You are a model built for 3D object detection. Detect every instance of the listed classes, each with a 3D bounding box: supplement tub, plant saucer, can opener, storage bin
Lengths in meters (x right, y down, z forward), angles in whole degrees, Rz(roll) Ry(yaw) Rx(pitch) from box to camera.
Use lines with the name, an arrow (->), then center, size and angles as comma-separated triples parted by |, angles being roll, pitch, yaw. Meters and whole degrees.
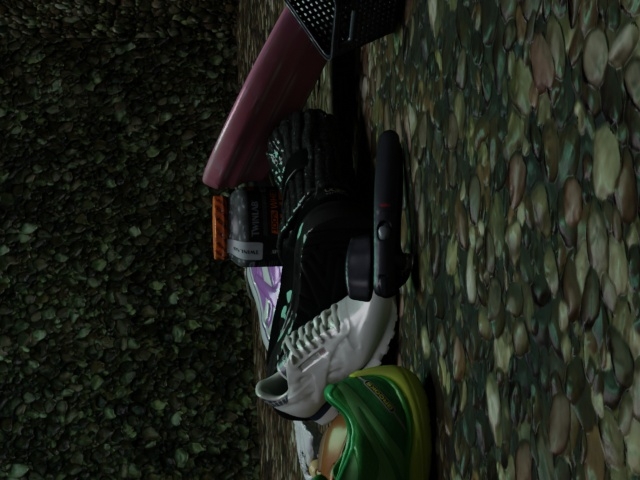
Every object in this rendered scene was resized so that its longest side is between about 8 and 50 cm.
supplement tub -> -0.058, -0.020, 1.714 | 0.117, 0.190, 0.117 | 178, 90, -82
plant saucer -> -0.057, -0.212, 1.690 | 0.332, 0.084, 0.332 | -62, 4, 8
can opener -> 0.068, -0.027, 1.260 | 0.059, 0.073, 0.186 | 85, -168, -78
storage bin -> 0.005, -0.304, 1.313 | 0.180, 0.084, 0.122 | 58, 164, 23

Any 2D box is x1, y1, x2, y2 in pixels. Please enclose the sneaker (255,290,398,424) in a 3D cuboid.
sneaker -> 0.010, 0.125, 1.397 | 0.235, 0.094, 0.090 | -58, 19, 32

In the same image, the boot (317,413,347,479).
boot -> 0.051, 0.327, 1.344 | 0.220, 0.109, 0.284 | 132, 144, -74

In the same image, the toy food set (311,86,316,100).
toy food set -> -0.010, -0.298, 1.984 | 0.122, 0.019, 0.078 | 86, 179, -58

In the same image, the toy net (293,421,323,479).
toy net -> 0.012, 0.345, 1.619 | 0.122, 0.045, 0.232 | 103, 154, -49

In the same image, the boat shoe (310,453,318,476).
boat shoe -> 0.009, 0.349, 1.742 | 0.183, 0.065, 0.083 | 119, 150, -76

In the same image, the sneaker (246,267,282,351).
sneaker -> -0.030, 0.079, 1.813 | 0.282, 0.102, 0.161 | 62, 140, 33

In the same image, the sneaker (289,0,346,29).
sneaker -> 0.021, -0.418, 1.464 | 0.152, 0.114, 0.305 | -173, 77, -69

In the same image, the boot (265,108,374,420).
boot -> -0.008, 0.032, 1.550 | 0.260, 0.131, 0.348 | -111, 29, -54

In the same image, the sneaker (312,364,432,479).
sneaker -> 0.048, 0.273, 1.188 | 0.109, 0.123, 0.296 | 141, 126, -79

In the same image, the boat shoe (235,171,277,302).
boat shoe -> -0.085, -0.060, 2.181 | 0.132, 0.130, 0.356 | -100, 5, -68
